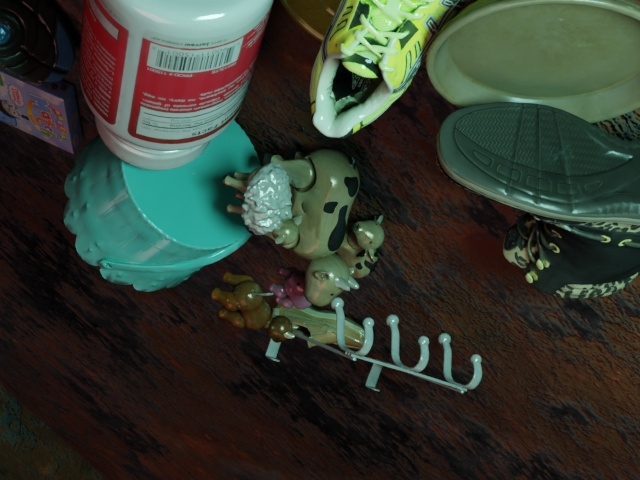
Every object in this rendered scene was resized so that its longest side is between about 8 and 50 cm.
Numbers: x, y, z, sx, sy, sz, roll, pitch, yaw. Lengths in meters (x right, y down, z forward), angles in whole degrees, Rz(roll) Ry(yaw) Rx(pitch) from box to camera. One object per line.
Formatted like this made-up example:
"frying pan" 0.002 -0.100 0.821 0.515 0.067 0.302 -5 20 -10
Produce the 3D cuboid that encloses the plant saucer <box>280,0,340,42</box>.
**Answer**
"plant saucer" 0.032 -0.304 1.625 0.241 0.037 0.241 23 152 14

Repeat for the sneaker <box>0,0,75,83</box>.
"sneaker" -0.518 -0.364 2.000 0.341 0.125 0.139 37 179 -19

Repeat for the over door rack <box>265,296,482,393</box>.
"over door rack" 0.087 0.178 2.218 0.239 0.108 0.324 20 166 -27

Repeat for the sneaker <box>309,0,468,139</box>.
"sneaker" 0.093 -0.257 1.478 0.145 0.147 0.384 23 138 -1

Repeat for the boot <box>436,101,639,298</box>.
"boot" 0.293 -0.038 1.643 0.377 0.138 0.284 7 157 -11

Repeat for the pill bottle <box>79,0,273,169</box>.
"pill bottle" -0.193 -0.260 1.707 0.229 0.229 0.407 29 152 2

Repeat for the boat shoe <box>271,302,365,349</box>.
"boat shoe" -0.003 0.165 2.382 0.190 0.072 0.068 19 150 20

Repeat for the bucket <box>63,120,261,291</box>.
"bucket" -0.230 -0.074 2.000 0.281 0.281 0.183 40 145 -18

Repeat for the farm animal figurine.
"farm animal figurine" 0.000 0.000 1.970 0.172 0.330 0.326 19 122 25

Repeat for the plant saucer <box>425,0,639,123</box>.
"plant saucer" 0.257 -0.206 1.474 0.278 0.041 0.278 4 158 2

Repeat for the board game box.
"board game box" -0.505 -0.243 2.231 0.211 0.039 0.160 24 151 10
